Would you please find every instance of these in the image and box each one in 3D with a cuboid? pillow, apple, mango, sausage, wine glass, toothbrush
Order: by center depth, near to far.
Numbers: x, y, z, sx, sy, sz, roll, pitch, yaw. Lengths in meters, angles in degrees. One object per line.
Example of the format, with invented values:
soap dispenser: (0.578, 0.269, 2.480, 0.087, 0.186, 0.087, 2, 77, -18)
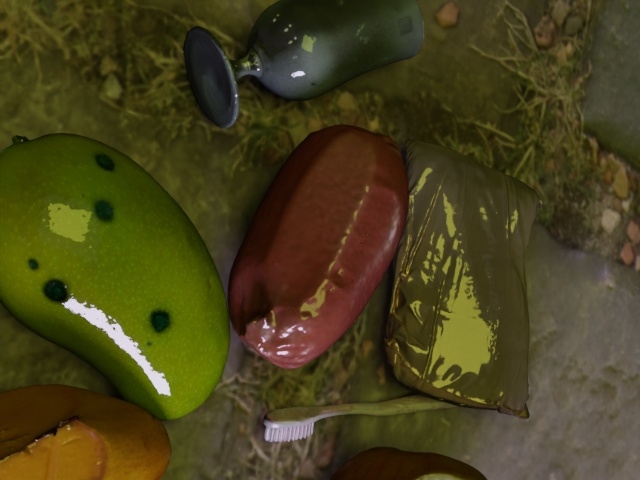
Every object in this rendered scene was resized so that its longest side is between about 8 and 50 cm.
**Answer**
mango: (-0.240, 0.198, 0.955, 0.252, 0.126, 0.154, -8, 116, -36)
mango: (-0.186, 0.032, 1.006, 0.175, 0.143, 0.293, -44, 109, -20)
apple: (0.078, 0.284, 1.065, 0.195, 0.160, 0.173, 18, 73, -18)
sausage: (0.000, 0.000, 1.084, 0.148, 0.148, 0.254, 33, 78, -15)
wine glass: (-0.011, -0.192, 1.123, 0.231, 0.103, 0.103, -21, 91, -26)
toothbrush: (0.084, 0.171, 1.157, 0.307, 0.025, 0.030, -5, 119, -24)
pillow: (0.153, 0.039, 1.173, 0.173, 0.067, 0.270, 12, 75, -16)
